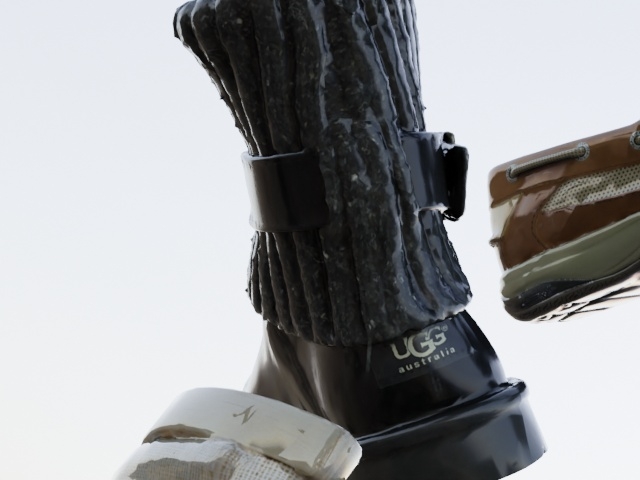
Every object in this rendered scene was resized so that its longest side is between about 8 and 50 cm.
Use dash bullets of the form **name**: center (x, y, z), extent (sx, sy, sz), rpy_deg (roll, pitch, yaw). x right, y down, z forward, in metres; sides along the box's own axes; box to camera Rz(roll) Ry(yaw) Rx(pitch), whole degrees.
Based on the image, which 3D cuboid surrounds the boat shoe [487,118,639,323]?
- **boat shoe**: center (0.236, -0.056, 0.968), extent (0.324, 0.120, 0.122), rpy_deg (-24, -16, 22)

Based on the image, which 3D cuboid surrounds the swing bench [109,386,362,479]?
- **swing bench**: center (-0.024, 0.205, 0.507), extent (0.254, 0.253, 0.165), rpy_deg (31, -23, 12)

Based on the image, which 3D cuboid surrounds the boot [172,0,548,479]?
- **boot**: center (0.004, -0.002, 0.876), extent (0.348, 0.131, 0.260), rpy_deg (156, -86, -75)
